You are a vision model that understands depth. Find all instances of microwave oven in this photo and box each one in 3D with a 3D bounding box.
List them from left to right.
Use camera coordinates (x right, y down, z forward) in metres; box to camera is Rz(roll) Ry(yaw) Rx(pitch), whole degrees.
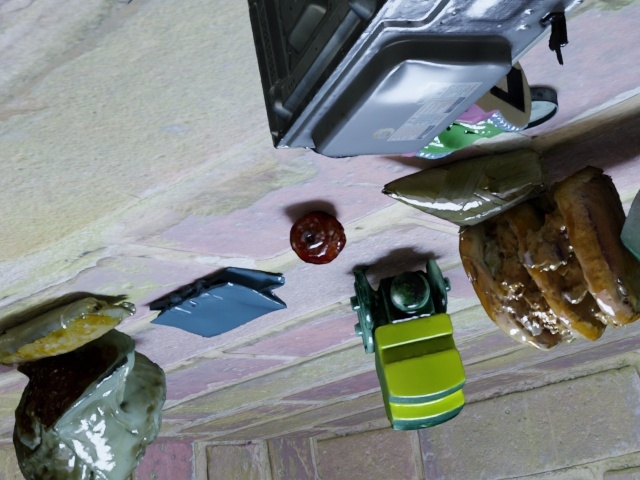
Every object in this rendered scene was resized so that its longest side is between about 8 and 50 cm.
[{"bbox_3d":[0.048,-0.174,0.645,0.145,0.194,0.240,-1,163,-21],"label":"microwave oven"}]

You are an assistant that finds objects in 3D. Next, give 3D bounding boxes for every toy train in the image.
[{"bbox_3d":[0.164,0.201,1.749,0.179,0.273,0.442,-13,163,0],"label":"toy train"}]

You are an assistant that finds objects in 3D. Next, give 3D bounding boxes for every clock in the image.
[{"bbox_3d":[0.082,-0.135,0.939,0.195,0.100,0.194,-12,164,33],"label":"clock"},{"bbox_3d":[0.231,-0.148,1.107,0.085,0.017,0.085,-9,162,-3],"label":"clock"}]

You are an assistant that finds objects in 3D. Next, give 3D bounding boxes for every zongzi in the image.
[{"bbox_3d":[0.189,-0.077,1.219,0.160,0.079,0.176,-28,152,32],"label":"zongzi"}]

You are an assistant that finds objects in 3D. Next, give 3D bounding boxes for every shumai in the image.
[{"bbox_3d":[-0.414,0.319,1.725,0.291,0.330,0.288,23,163,-16],"label":"shumai"}]

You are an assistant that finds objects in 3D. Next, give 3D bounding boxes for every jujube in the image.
[{"bbox_3d":[0.000,0.000,1.358,0.077,0.077,0.129,-12,169,8],"label":"jujube"}]

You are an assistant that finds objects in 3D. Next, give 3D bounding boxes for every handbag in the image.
[{"bbox_3d":[-0.174,0.104,1.635,0.144,0.057,0.221,17,151,-41],"label":"handbag"}]

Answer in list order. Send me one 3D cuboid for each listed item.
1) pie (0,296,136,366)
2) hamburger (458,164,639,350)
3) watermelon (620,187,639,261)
[{"bbox_3d":[-0.437,0.153,1.618,0.282,0.068,0.128,-24,159,28],"label":"pie"},{"bbox_3d":[0.327,0.022,1.316,0.211,0.261,0.245,-31,134,29],"label":"hamburger"},{"bbox_3d":[0.492,-0.036,1.248,0.151,0.302,0.264,8,-177,36],"label":"watermelon"}]
